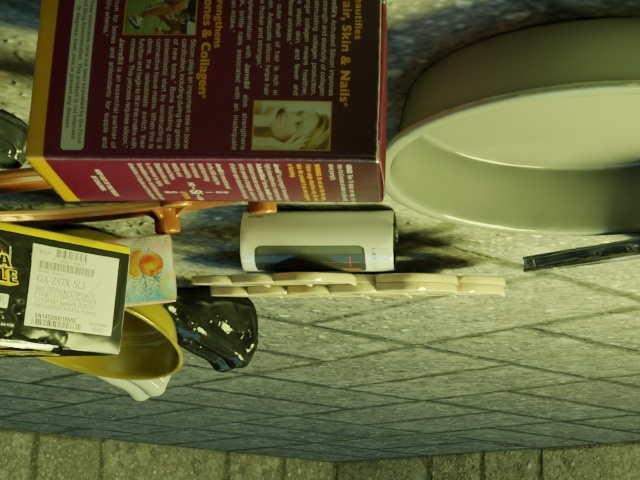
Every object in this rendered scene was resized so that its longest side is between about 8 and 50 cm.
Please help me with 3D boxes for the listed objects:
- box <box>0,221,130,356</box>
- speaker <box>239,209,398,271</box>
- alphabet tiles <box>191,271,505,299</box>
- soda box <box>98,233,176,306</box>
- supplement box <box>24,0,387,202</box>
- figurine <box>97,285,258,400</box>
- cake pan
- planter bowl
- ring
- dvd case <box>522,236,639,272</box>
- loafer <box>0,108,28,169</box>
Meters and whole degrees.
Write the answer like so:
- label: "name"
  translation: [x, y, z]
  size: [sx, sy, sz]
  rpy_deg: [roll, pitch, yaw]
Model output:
- label: "box"
  translation: [-0.324, 0.030, 0.754]
  size: [0.322, 0.079, 0.257]
  rpy_deg: [-6, 168, 43]
- label: "speaker"
  translation: [0.000, 0.000, 1.029]
  size: [0.136, 0.055, 0.055]
  rpy_deg: [0, 165, 6]
- label: "alphabet tiles"
  translation: [0.029, 0.046, 1.140]
  size: [0.284, 0.021, 0.278]
  rpy_deg: [-4, 175, 45]
- label: "soda box"
  translation: [-0.213, 0.032, 0.977]
  size: [0.183, 0.058, 0.063]
  rpy_deg: [-5, 178, -8]
- label: "supplement box"
  translation: [-0.057, -0.080, 0.650]
  size: [0.188, 0.104, 0.081]
  rpy_deg: [1, 165, 4]
- label: "figurine"
  translation: [-0.215, 0.092, 1.305]
  size: [0.215, 0.092, 0.209]
  rpy_deg: [-22, 146, 30]
- label: "cake pan"
  translation: [0.182, -0.066, 0.767]
  size: [0.293, 0.054, 0.293]
  rpy_deg: [2, 164, 1]
- label: "planter bowl"
  translation: [-0.225, 0.049, 1.125]
  size: [0.217, 0.090, 0.217]
  rpy_deg: [10, 153, 5]
- label: "ring"
  translation: [-0.179, -0.021, 0.862]
  size: [0.336, 0.032, 0.336]
  rpy_deg: [-5, 178, 0]
- label: "dvd case"
  translation: [0.294, 0.003, 0.963]
  size: [0.164, 0.018, 0.221]
  rpy_deg: [-12, 175, 43]
- label: "loafer"
  translation: [-0.307, -0.065, 0.781]
  size: [0.223, 0.078, 0.076]
  rpy_deg: [6, 164, -16]
